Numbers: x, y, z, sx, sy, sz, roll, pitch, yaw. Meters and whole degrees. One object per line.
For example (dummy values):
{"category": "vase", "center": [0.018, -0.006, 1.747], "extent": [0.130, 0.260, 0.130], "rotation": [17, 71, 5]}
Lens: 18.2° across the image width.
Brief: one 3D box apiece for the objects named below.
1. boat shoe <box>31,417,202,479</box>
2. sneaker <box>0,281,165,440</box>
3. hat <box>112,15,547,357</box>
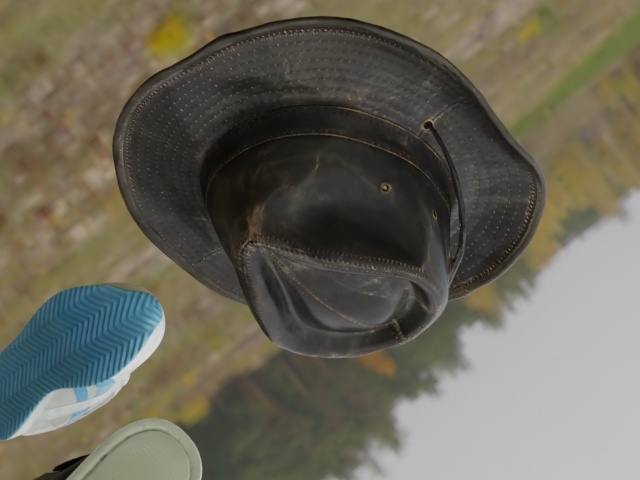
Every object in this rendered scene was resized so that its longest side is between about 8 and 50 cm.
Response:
{"category": "boat shoe", "center": [-0.250, 0.277, 1.724], "extent": [0.340, 0.127, 0.113], "rotation": [-42, 178, -10]}
{"category": "sneaker", "center": [-0.198, 0.094, 1.686], "extent": [0.092, 0.087, 0.229], "rotation": [-11, 164, -46]}
{"category": "hat", "center": [0.000, 0.000, 1.439], "extent": [0.331, 0.331, 0.134], "rotation": [-40, -147, 42]}
